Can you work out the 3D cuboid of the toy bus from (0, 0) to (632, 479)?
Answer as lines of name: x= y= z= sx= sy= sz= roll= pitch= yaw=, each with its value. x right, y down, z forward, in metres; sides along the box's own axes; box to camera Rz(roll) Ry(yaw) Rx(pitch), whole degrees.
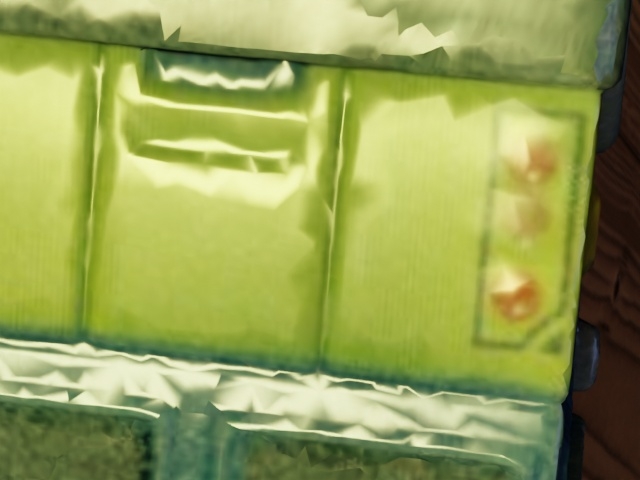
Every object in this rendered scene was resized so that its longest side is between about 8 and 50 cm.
toy bus: x=0.000 y=0.000 z=0.474 sx=0.312 sy=0.152 sz=0.190 roll=-45 pitch=139 yaw=-78
